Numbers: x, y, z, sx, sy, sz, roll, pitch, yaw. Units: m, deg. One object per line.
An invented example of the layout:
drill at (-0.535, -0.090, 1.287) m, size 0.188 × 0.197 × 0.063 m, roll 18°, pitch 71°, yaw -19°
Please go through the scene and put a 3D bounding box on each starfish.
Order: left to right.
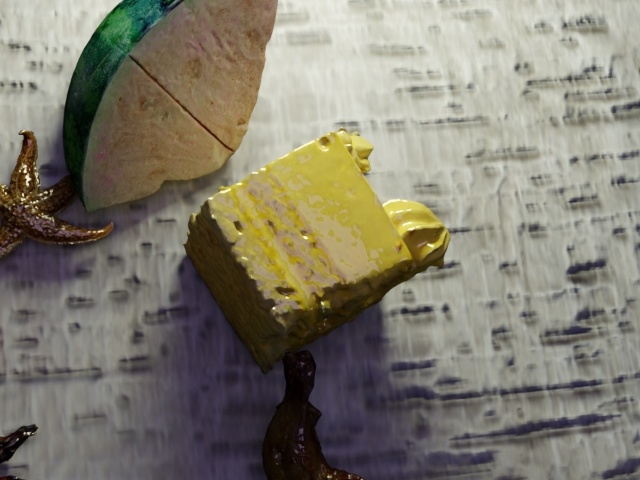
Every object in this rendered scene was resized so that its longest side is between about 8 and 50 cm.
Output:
starfish at (-0.391, -0.035, 1.977) m, size 0.213 × 0.057 × 0.238 m, roll 33°, pitch 69°, yaw 8°

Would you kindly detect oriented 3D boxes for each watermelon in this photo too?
watermelon at (-0.228, -0.244, 2.021) m, size 0.292 × 0.319 × 0.222 m, roll -13°, pitch 36°, yaw -29°

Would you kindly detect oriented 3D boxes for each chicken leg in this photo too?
chicken leg at (0.004, 0.299, 1.878) m, size 0.083 × 0.177 × 0.323 m, roll -21°, pitch 78°, yaw -43°

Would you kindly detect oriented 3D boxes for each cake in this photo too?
cake at (0.000, 0.000, 1.953) m, size 0.286 × 0.222 × 0.227 m, roll -31°, pitch 83°, yaw -18°

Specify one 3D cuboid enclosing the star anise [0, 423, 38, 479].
star anise at (-0.436, 0.325, 1.855) m, size 0.212 × 0.053 × 0.157 m, roll -15°, pitch 68°, yaw -10°
